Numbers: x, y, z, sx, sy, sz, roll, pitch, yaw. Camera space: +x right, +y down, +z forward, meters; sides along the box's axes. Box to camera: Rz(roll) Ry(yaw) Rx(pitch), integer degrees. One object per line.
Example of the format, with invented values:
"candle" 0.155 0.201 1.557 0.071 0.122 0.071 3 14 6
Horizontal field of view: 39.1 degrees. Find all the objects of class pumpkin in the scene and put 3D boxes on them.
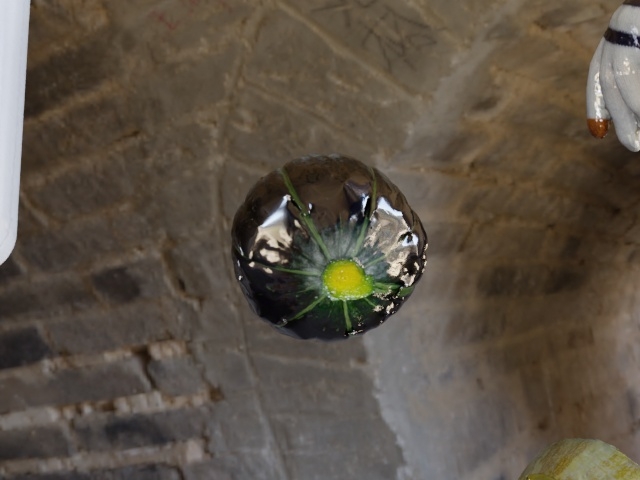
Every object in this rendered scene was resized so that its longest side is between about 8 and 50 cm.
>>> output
"pumpkin" 0.327 0.371 1.158 0.110 0.217 0.217 -13 -3 -38
"pumpkin" 0.000 0.000 1.383 0.296 0.295 0.296 -9 -7 -1

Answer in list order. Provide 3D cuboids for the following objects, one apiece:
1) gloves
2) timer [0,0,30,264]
"gloves" 0.367 -0.211 1.015 0.131 0.140 0.218 28 -62 -24
"timer" -0.287 -0.095 0.600 0.178 0.253 0.078 -2 -21 -3
